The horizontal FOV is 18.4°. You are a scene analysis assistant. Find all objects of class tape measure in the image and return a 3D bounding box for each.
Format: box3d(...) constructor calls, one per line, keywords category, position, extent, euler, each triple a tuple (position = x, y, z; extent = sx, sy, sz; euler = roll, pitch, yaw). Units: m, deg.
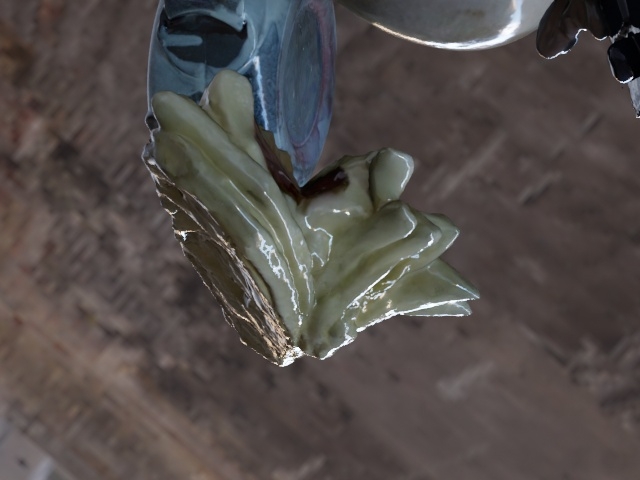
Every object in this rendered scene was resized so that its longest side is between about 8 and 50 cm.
box3d(category="tape measure", position=(-0.078, -0.175, 1.938), extent=(0.256, 0.147, 0.275), euler=(-60, 152, -55))

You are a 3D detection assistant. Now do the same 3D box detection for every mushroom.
box3d(category="mushroom", position=(0.121, -0.336, 1.831), extent=(0.290, 0.297, 0.297), euler=(-65, 175, 31))

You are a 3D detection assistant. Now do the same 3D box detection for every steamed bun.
box3d(category="steamed bun", position=(0.000, 0.000, 1.752), extent=(0.189, 0.247, 0.428), euler=(-37, 154, -9))

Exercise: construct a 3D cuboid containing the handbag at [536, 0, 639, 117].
box3d(category="handbag", position=(0.206, -0.262, 1.480), extent=(0.118, 0.325, 0.269), euler=(-23, 166, -11))
